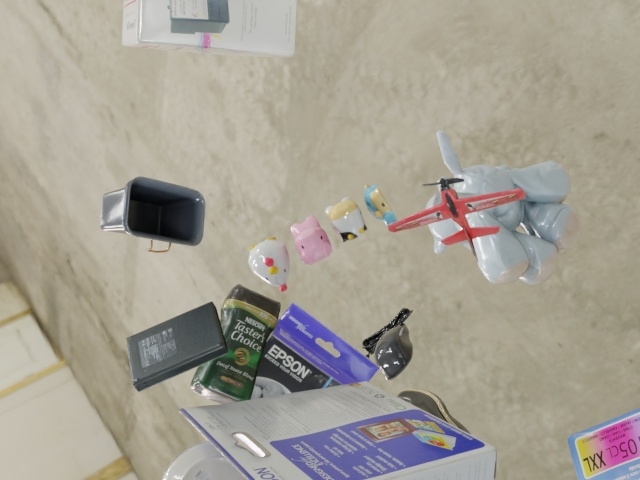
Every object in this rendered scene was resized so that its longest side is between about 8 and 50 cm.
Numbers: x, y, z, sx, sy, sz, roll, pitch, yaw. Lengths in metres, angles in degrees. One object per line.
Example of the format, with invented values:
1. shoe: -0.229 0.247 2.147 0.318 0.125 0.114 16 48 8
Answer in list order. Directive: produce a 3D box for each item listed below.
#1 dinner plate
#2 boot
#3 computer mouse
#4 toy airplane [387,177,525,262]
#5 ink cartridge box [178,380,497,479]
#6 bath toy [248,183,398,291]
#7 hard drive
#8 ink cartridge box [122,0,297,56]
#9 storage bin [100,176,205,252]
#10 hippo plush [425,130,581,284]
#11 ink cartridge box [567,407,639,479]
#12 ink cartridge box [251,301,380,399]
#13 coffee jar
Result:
1. dinner plate: -0.128 0.313 0.898 0.141 0.141 0.017 51 152 21
2. boot: 0.160 0.317 1.290 0.198 0.137 0.076 28 105 56
3. computer mouse: 0.140 0.261 1.743 0.060 0.262 0.184 40 112 -10
4. toy airplane: 0.155 -0.025 0.801 0.151 0.151 0.028 115 159 -51
5. ink cartridge box: 0.011 0.270 0.950 0.304 0.307 0.072 15 108 60
6. bath toy: 0.000 0.000 1.669 0.129 0.348 0.151 63 -176 24
7. hard drive: -0.202 0.147 1.029 0.094 0.135 0.022 -115 3 -48
8. ink cartridge box: -0.241 -0.403 1.326 0.207 0.354 0.119 -149 61 -66
9. storage bin: -0.249 -0.031 1.066 0.091 0.135 0.098 -5 79 41
10. hippo plush: 0.283 -0.022 1.304 0.236 0.294 0.234 147 130 -68
11. ink cartridge box: 0.475 0.428 0.877 0.151 0.270 0.395 -39 35 32
12. ink cartridge box: -0.033 0.246 1.255 0.206 0.208 0.045 38 -176 -15
13. coffee jar: -0.132 0.166 1.171 0.096 0.184 0.079 25 153 -14
